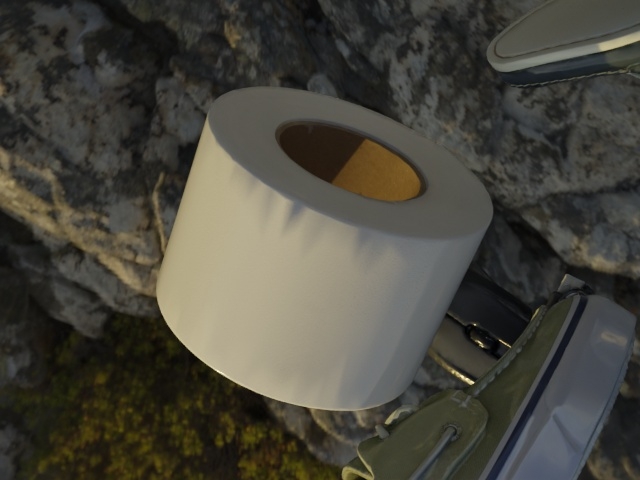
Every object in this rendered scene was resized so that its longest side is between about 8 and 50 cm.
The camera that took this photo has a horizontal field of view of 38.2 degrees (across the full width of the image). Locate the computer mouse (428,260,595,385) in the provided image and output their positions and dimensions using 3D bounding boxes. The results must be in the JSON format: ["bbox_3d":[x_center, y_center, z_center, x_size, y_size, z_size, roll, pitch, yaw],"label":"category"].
[{"bbox_3d":[0.176,0.089,1.075,0.072,0.272,0.188,20,98,-35],"label":"computer mouse"}]

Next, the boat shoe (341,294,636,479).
[{"bbox_3d":[0.055,0.126,0.440,0.094,0.302,0.109,31,148,17],"label":"boat shoe"}]

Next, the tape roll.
[{"bbox_3d":[0.000,0.000,0.778,0.246,0.246,0.169,17,117,-10],"label":"tape roll"}]

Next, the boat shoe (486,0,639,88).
[{"bbox_3d":[0.248,-0.151,0.653,0.254,0.095,0.079,-19,129,13],"label":"boat shoe"}]
